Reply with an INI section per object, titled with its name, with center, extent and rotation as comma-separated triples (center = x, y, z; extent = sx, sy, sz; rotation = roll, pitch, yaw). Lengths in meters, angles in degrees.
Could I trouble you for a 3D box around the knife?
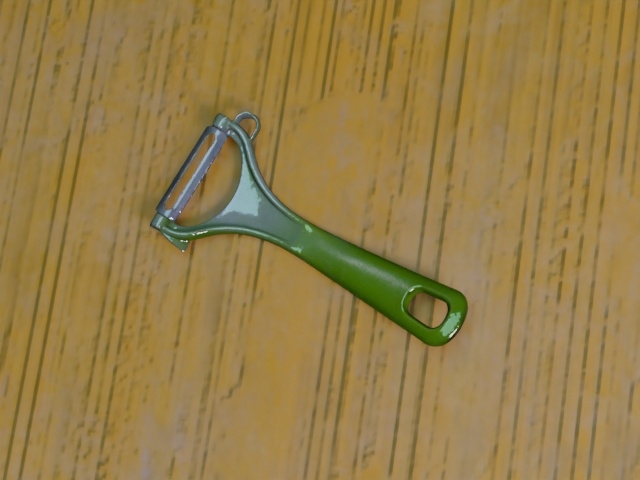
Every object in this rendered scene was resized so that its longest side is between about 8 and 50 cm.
[knife]
center = 0.000, 0.000, 0.755
extent = 0.166, 0.022, 0.078
rotation = 29, 89, 15
